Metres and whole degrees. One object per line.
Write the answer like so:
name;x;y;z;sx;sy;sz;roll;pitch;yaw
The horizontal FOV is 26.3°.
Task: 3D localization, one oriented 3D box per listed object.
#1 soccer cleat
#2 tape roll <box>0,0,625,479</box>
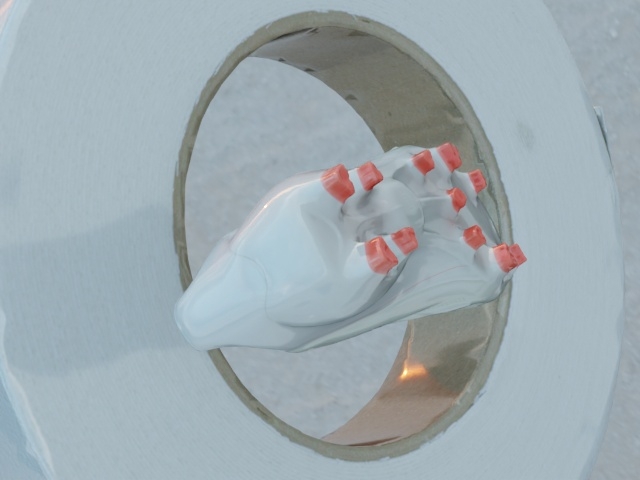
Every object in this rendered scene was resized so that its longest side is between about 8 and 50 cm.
soccer cleat;0.016;0.004;0.508;0.076;0.196;0.068;-31;79;23
tape roll;0.000;0.000;0.650;0.072;0.392;0.392;-11;62;48
